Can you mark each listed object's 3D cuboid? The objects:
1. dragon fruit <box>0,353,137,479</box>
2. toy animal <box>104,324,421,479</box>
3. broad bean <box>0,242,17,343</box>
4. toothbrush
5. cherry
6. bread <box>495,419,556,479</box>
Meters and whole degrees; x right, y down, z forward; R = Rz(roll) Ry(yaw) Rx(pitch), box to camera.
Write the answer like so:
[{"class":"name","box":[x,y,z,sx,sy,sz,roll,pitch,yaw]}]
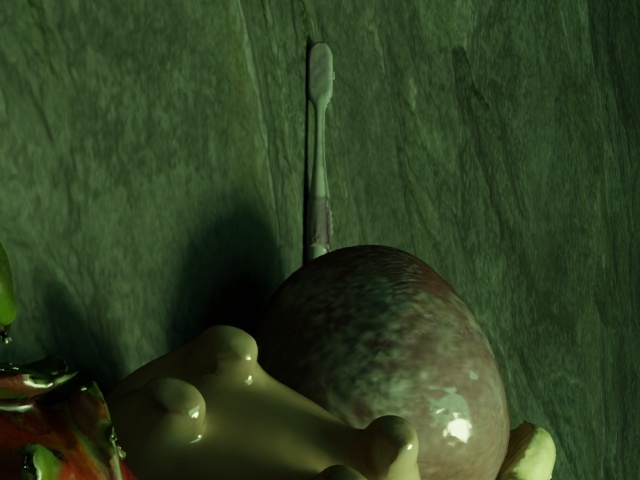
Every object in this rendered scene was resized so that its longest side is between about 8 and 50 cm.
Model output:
[{"class":"dragon fruit","box":[-0.165,0.118,0.775,0.200,0.198,0.269,-26,105,-45]},{"class":"toy animal","box":[-0.018,0.216,0.999,0.237,0.326,0.269,-35,151,-41]},{"class":"broad bean","box":[-0.203,-0.054,0.864,0.065,0.046,0.254,-59,144,-65]},{"class":"toothbrush","box":[0.000,0.000,1.412,0.029,0.024,0.354,35,55,-74]},{"class":"cherry","box":[0.033,0.133,1.213,0.213,0.236,0.285,19,48,-34]},{"class":"bread","box":[0.086,0.269,1.306,0.054,0.316,0.316,40,34,-5]}]
